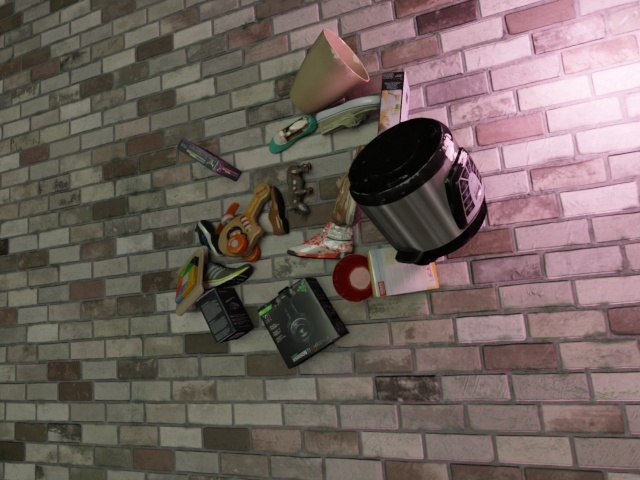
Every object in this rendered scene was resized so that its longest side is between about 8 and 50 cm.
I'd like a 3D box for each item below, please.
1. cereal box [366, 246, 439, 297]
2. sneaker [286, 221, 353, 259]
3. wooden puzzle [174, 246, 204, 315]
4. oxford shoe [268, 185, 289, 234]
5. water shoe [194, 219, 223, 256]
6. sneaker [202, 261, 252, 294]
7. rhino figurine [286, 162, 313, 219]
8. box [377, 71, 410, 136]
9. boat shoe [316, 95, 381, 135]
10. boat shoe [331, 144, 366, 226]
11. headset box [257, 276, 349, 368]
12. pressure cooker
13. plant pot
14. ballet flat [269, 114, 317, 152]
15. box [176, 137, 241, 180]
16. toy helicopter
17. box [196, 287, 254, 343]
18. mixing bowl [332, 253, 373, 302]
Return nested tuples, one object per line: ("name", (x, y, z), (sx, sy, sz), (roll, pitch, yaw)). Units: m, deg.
("cereal box", (0.297, 0.106, 1.491), (0.240, 0.047, 0.172), (-6, 81, -10))
("sneaker", (0.001, 0.000, 1.646), (0.270, 0.090, 0.144), (2, 84, 17))
("wooden puzzle", (-0.572, 0.174, 1.781), (0.221, 0.044, 0.238), (-43, 43, 29))
("oxford shoe", (-0.193, -0.124, 1.740), (0.076, 0.076, 0.212), (-13, 81, 25))
("water shoe", (-0.495, 0.002, 1.847), (0.080, 0.073, 0.203), (-46, 66, 33))
("sneaker", (-0.435, 0.143, 1.781), (0.300, 0.111, 0.121), (-18, 74, 15))
("rhino figurine", (-0.090, -0.204, 1.710), (0.106, 0.073, 0.243), (-4, 84, 16))
("box", (0.277, -0.461, 1.556), (0.087, 0.169, 0.289), (4, 84, 18))
("boat shoe", (0.117, -0.498, 1.642), (0.302, 0.109, 0.094), (-6, 99, 40))
("boat shoe", (0.116, -0.221, 1.613), (0.117, 0.123, 0.324), (13, 87, 23))
("headset box", (-0.074, 0.310, 1.615), (0.246, 0.131, 0.283), (-35, 73, 13))
("pressure cooker", (0.340, -0.147, 1.371), (0.370, 0.420, 0.375), (-34, 34, 14))
("plant pot", (0.008, -0.646, 1.649), (0.274, 0.257, 0.256), (-37, 73, 29))
("ballet flat", (-0.131, -0.459, 1.744), (0.247, 0.087, 0.083), (-27, 76, 16))
("box", (-0.487, -0.353, 1.812), (0.233, 0.183, 0.059), (32, 95, 19))
("toy helicopter", (-0.326, -0.096, 1.776), (0.235, 0.140, 0.354), (24, 82, 30))
("box", (-0.397, 0.310, 1.723), (0.108, 0.153, 0.207), (-35, 73, 14))
("mixing bowl", (0.143, 0.144, 1.571), (0.182, 0.098, 0.181), (-2, 83, 18))
